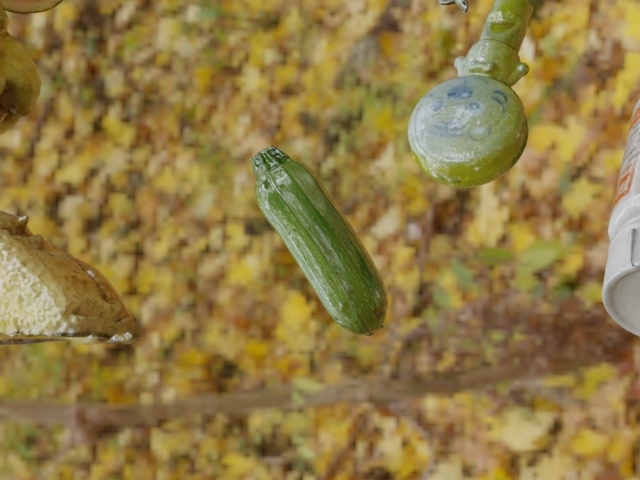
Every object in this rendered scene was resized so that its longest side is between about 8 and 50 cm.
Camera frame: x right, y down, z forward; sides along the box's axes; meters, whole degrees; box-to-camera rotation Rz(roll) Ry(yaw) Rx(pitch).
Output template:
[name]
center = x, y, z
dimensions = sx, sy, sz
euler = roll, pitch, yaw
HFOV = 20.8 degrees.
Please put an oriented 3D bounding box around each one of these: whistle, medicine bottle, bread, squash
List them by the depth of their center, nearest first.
[whistle]
center = 0.143, -0.131, 1.530
dimensions = 0.057, 0.104, 0.198
euler = 63, -139, -51
[bread]
center = -0.303, 0.038, 1.618
dimensions = 0.252, 0.174, 0.133
euler = -5, 87, 21
[medicine bottle]
center = 0.357, -0.032, 1.709
dimensions = 0.144, 0.144, 0.252
euler = -53, 16, 49
[squash]
center = 0.000, 0.000, 1.774
dimensions = 0.219, 0.068, 0.077
euler = 57, 173, 0

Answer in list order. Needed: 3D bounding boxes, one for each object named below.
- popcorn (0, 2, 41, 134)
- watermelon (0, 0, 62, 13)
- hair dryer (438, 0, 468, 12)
[popcorn]
center = -0.389, -0.157, 1.726
dimensions = 0.200, 0.203, 0.226
euler = -9, 89, 29
[watermelon]
center = -0.325, -0.288, 1.841
dimensions = 0.069, 0.163, 0.087
euler = 21, 107, 37
[hair dryer]
center = 0.140, -0.298, 1.803
dimensions = 0.199, 0.167, 0.067
euler = 35, 139, 41
